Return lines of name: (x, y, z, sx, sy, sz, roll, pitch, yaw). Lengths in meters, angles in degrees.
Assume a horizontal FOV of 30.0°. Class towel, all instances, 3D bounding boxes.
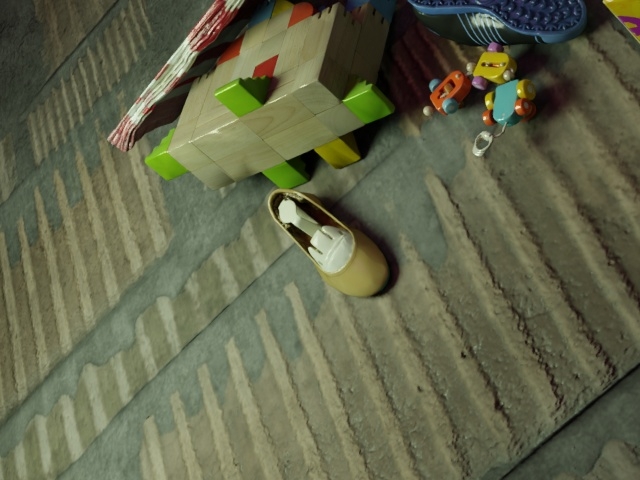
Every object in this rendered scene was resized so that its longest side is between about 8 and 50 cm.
towel: (-0.170, -0.279, 1.777, 0.329, 0.037, 0.237, -47, 2, 26)

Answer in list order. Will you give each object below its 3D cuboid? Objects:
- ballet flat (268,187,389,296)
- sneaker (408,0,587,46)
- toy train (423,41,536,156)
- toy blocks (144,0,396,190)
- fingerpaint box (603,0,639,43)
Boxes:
ballet flat: (0.000, 0.000, 1.519, 0.080, 0.073, 0.232, -57, 40, 5)
sneaker: (0.220, -0.276, 1.457, 0.232, 0.090, 0.081, 19, 79, 29)
toy train: (0.198, -0.164, 1.434, 0.125, 0.046, 0.166, -49, 38, 16)
toy blocks: (-0.051, -0.235, 1.664, 0.381, 0.191, 0.260, -20, 42, 38)
fingerpaint box: (0.516, -0.394, 1.137, 0.371, 0.163, 0.444, 1, 66, 46)
